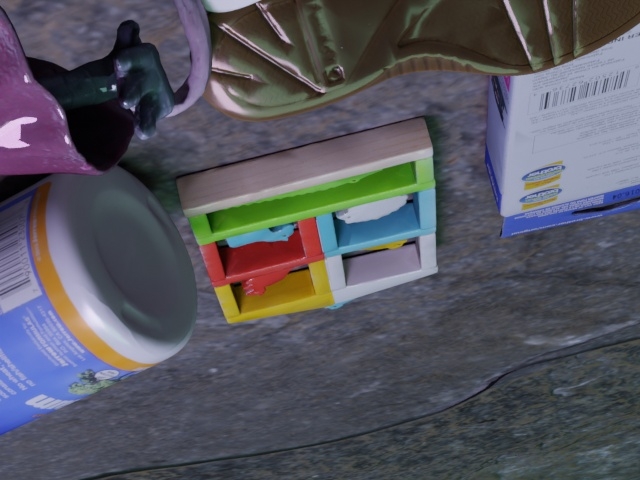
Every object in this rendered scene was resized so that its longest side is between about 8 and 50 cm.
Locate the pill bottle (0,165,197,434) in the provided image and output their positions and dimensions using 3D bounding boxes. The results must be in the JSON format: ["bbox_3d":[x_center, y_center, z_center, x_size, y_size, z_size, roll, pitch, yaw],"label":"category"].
[{"bbox_3d":[-0.237,0.061,1.113,0.272,0.152,0.152,-26,154,25],"label":"pill bottle"}]

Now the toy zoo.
[{"bbox_3d":[0.000,0.000,1.266,0.192,0.030,0.293,-14,157,-2],"label":"toy zoo"}]

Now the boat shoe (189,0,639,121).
[{"bbox_3d":[0.061,-0.148,0.909,0.285,0.089,0.104,-11,115,-3],"label":"boat shoe"}]

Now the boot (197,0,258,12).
[{"bbox_3d":[-0.021,-0.191,0.798,0.190,0.069,0.086,-27,133,34],"label":"boot"}]

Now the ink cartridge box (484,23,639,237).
[{"bbox_3d":[0.215,-0.103,1.118,0.186,0.065,0.311,-14,154,-2],"label":"ink cartridge box"}]

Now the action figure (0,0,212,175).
[{"bbox_3d":[-0.278,-0.099,0.767,0.370,0.248,0.275,-14,-164,20],"label":"action figure"}]
